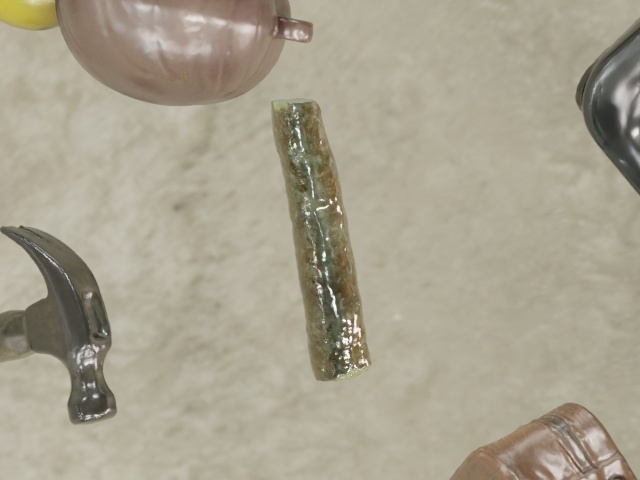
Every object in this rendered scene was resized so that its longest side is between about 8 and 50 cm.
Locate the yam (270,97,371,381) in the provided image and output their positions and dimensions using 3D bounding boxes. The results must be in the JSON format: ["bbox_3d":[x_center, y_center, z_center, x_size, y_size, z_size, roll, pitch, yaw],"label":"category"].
[{"bbox_3d":[0.000,0.000,1.609,0.061,0.061,0.274,-15,103,-24],"label":"yam"}]

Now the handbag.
[{"bbox_3d":[0.136,0.197,0.900,0.072,0.151,0.193,-23,70,-27],"label":"handbag"}]

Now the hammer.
[{"bbox_3d":[-0.362,0.110,1.412,0.044,0.440,0.168,7,68,-63],"label":"hammer"}]

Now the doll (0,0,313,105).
[{"bbox_3d":[-0.099,-0.120,0.820,0.188,0.145,0.096,14,95,-12],"label":"doll"}]

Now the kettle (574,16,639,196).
[{"bbox_3d":[0.349,-0.073,1.019,0.308,0.262,0.203,44,56,-6],"label":"kettle"}]
